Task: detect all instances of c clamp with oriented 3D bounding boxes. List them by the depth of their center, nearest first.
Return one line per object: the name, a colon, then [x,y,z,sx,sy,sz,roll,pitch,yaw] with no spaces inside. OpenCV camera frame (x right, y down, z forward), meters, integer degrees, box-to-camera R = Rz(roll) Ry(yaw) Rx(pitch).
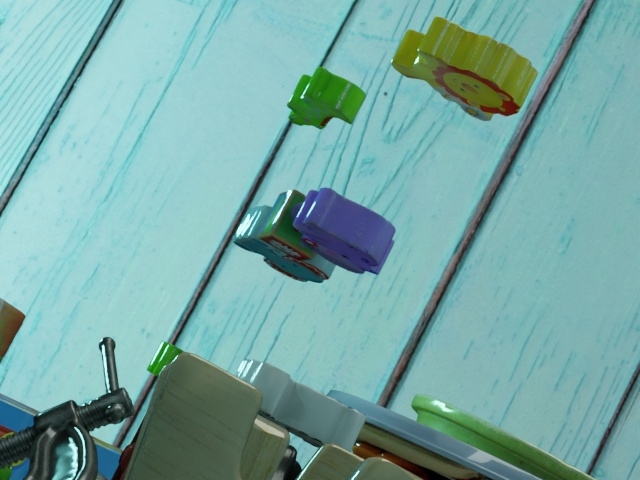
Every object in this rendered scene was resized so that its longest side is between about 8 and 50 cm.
c clamp: [-0.137,0.095,0.563,0.137,0.161,0.022,-136,-157,-70]

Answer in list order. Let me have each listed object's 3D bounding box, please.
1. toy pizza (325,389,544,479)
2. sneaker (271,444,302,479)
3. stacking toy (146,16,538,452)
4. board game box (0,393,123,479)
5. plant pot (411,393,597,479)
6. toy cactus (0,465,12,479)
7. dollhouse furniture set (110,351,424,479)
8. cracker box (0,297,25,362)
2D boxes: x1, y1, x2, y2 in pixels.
toy pizza: [0.083,0.123,0.699,0.201,0.032,0.201,26,-8,4]
sneaker: [0.025,0.227,0.901,0.286,0.130,0.109,43,-19,19]
stacking toy: [0.000,0.000,0.681,0.052,0.167,0.221,30,-10,-15]
board game box: [-0.295,0.176,1.377,0.302,0.086,0.308,28,-10,-19]
plant pot: [0.134,0.299,1.244,0.276,0.253,0.276,29,-8,4]
toy cactus: [-0.302,0.119,0.937,0.219,0.112,0.180,30,9,4]
dollhouse furniture set: [-0.003,0.159,0.556,0.201,0.152,0.374,28,-9,-3]
cracker box: [-0.230,0.062,0.690,0.067,0.155,0.232,25,-10,15]
